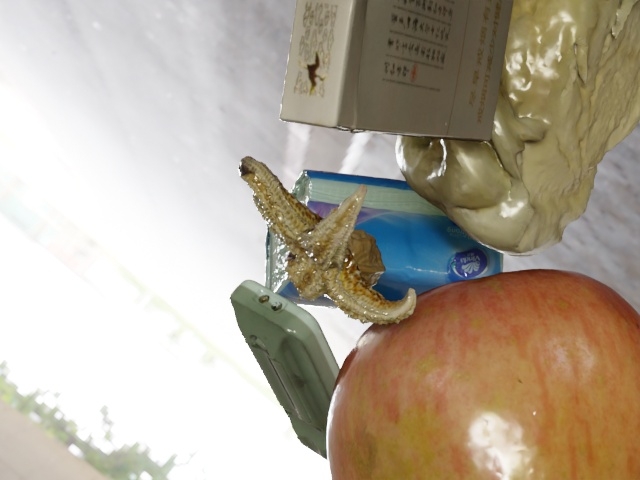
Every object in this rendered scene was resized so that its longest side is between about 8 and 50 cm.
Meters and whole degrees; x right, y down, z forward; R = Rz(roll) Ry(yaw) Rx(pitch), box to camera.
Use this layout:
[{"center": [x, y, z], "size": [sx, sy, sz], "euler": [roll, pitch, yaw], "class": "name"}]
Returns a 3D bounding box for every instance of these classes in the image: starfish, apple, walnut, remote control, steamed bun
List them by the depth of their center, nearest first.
[{"center": [-0.001, 0.002, 1.226], "size": [0.238, 0.071, 0.216], "euler": [41, 163, 23], "class": "starfish"}, {"center": [0.187, 0.216, 1.315], "size": [0.364, 0.364, 0.364], "euler": [39, 173, 6], "class": "apple"}, {"center": [0.029, 0.026, 1.386], "size": [0.082, 0.079, 0.096], "euler": [8, -178, 17], "class": "walnut"}, {"center": [0.211, -0.158, 1.399], "size": [0.230, 0.372, 0.325], "euler": [21, 161, 29], "class": "steamed bun"}, {"center": [-0.021, 0.179, 1.599], "size": [0.128, 0.065, 0.335], "euler": [25, 154, 34], "class": "remote control"}]

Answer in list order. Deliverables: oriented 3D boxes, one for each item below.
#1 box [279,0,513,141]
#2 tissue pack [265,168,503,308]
[{"center": [0.078, -0.183, 1.016], "size": [0.051, 0.205, 0.365], "euler": [11, -173, 23], "class": "box"}, {"center": [0.076, 0.011, 1.653], "size": [0.263, 0.146, 0.198], "euler": [7, 162, -15], "class": "tissue pack"}]
